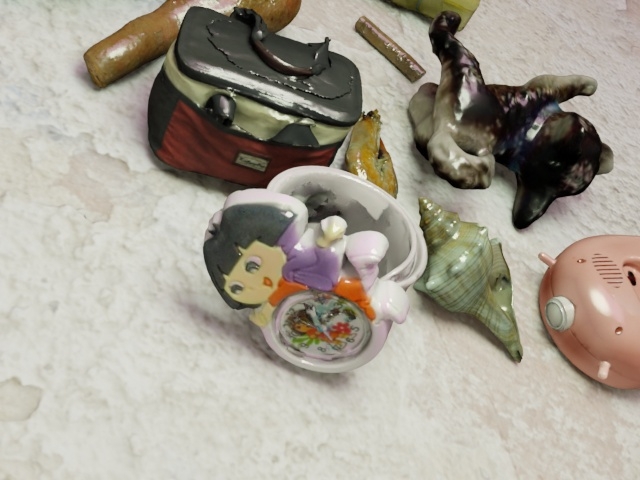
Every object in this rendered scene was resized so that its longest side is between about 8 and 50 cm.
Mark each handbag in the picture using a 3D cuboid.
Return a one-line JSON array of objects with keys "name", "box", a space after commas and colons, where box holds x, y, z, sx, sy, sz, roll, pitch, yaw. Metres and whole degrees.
[{"name": "handbag", "box": [-0.081, -0.168, 0.987, 0.254, 0.181, 0.181, 15, 45, -17]}]

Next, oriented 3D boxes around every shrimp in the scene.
[{"name": "shrimp", "box": [0.075, -0.125, 1.148, 0.101, 0.042, 0.190, 33, 41, -31]}]

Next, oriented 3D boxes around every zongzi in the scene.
[{"name": "zongzi", "box": [0.166, -0.507, 1.468, 0.255, 0.115, 0.228, 13, 45, -6]}]

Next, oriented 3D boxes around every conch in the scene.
[{"name": "conch", "box": [0.188, 0.039, 1.041, 0.234, 0.114, 0.137, 52, 47, -34]}]

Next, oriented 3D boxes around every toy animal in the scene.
[{"name": "toy animal", "box": [0.292, -0.150, 1.191, 0.344, 0.194, 0.303, 15, 43, -14]}]

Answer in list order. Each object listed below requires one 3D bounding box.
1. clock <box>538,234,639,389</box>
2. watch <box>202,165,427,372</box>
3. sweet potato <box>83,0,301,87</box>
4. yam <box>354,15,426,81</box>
[{"name": "clock", "box": [0.422, 0.089, 1.103, 0.241, 0.142, 0.227, -1, 55, -26]}, {"name": "watch", "box": [0.000, 0.000, 0.906, 0.244, 0.196, 0.231, 25, 39, -6]}, {"name": "sweet potato", "box": [-0.172, -0.313, 1.115, 0.385, 0.109, 0.109, -29, 72, -36]}, {"name": "yam", "box": [0.117, -0.323, 1.333, 0.145, 0.032, 0.032, 44, 46, 7]}]
